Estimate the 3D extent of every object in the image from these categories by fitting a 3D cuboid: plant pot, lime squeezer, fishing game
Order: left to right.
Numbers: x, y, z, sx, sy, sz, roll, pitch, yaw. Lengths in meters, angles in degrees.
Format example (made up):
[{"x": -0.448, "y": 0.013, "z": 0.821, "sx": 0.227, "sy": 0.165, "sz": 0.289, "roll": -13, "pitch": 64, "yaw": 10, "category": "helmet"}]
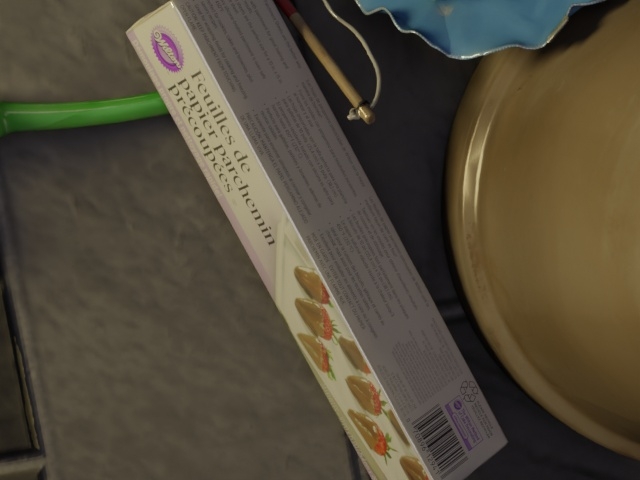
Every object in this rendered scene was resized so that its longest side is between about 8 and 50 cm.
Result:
[{"x": -0.221, "y": -0.020, "z": 0.901, "sx": 0.310, "sy": 0.059, "sz": 0.110, "roll": -43, "pitch": 126, "yaw": -1, "category": "lime squeezer"}, {"x": 0.094, "y": -0.186, "z": 0.857, "sx": 0.264, "sy": 0.041, "sz": 0.189, "roll": -35, "pitch": 58, "yaw": 4, "category": "fishing game"}, {"x": 0.242, "y": -0.016, "z": 0.812, "sx": 0.323, "sy": 0.280, "sz": 0.323, "roll": 0, "pitch": 94, "yaw": -4, "category": "plant pot"}]

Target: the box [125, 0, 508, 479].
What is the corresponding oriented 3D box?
[{"x": 0.000, "y": 0.000, "z": 0.894, "sx": 0.067, "sy": 0.063, "sz": 0.324, "roll": -33, "pitch": 98, "yaw": -33, "category": "box"}]
